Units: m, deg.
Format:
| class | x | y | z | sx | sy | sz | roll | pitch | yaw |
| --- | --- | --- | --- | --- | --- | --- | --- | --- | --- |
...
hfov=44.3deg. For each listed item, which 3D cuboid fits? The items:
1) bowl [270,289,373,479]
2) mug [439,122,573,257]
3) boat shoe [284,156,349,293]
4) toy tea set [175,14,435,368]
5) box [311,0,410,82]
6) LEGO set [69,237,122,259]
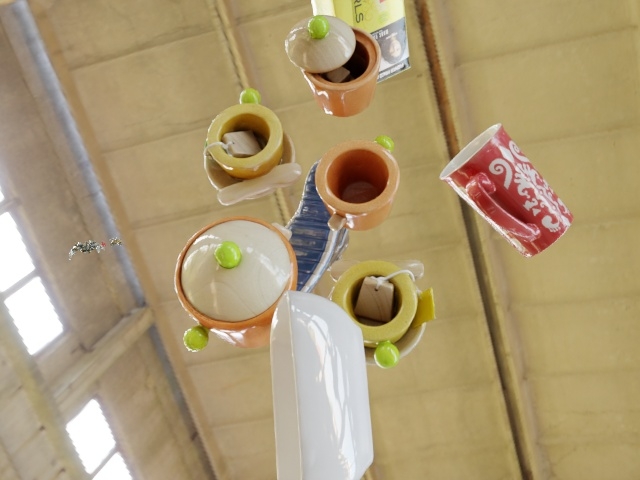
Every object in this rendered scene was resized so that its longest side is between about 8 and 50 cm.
| class | x | y | z | sx | sy | sz | roll | pitch | yaw |
| --- | --- | --- | --- | --- | --- | --- | --- | --- | --- |
| bowl | -0.002 | 0.113 | 0.543 | 0.053 | 0.142 | 0.142 | -1 | -21 | -11 |
| mug | 0.256 | -0.055 | 1.105 | 0.169 | 0.150 | 0.113 | 46 | -31 | -6 |
| boat shoe | 0.000 | 0.000 | 0.838 | 0.066 | 0.183 | 0.066 | 12 | -26 | 28 |
| toy tea set | -0.019 | -0.056 | 0.662 | 0.200 | 0.336 | 0.124 | -6 | -26 | 3 |
| box | 0.033 | -0.268 | 0.786 | 0.058 | 0.087 | 0.232 | 47 | -23 | 44 |
| LEGO set | -0.342 | 0.006 | 1.185 | 0.054 | 0.083 | 0.023 | -1 | -73 | 32 |
